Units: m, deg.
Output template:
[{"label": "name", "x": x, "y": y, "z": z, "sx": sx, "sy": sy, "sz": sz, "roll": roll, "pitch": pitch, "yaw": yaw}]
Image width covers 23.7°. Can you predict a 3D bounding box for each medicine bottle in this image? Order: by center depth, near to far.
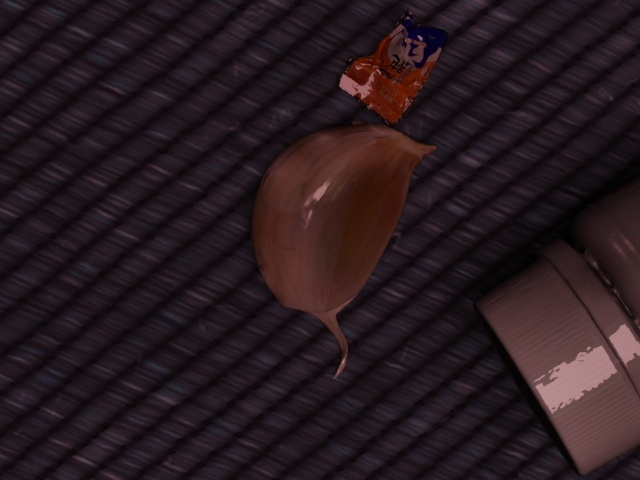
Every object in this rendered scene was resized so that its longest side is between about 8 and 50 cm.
[{"label": "medicine bottle", "x": 0.327, "y": 0.066, "z": 1.479, "sx": 0.306, "sy": 0.245, "sz": 0.245, "roll": -32, "pitch": 99, "yaw": 0}]

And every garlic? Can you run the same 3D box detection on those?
[{"label": "garlic", "x": -0.004, "y": 0.003, "z": 1.529, "sx": 0.148, "sy": 0.128, "sz": 0.266, "roll": 23, "pitch": 106, "yaw": 4}]

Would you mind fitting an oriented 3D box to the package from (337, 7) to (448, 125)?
[{"label": "package", "x": 0.075, "y": -0.178, "z": 1.532, "sx": 0.077, "sy": 0.033, "sz": 0.110, "roll": 26, "pitch": 110, "yaw": -31}]
